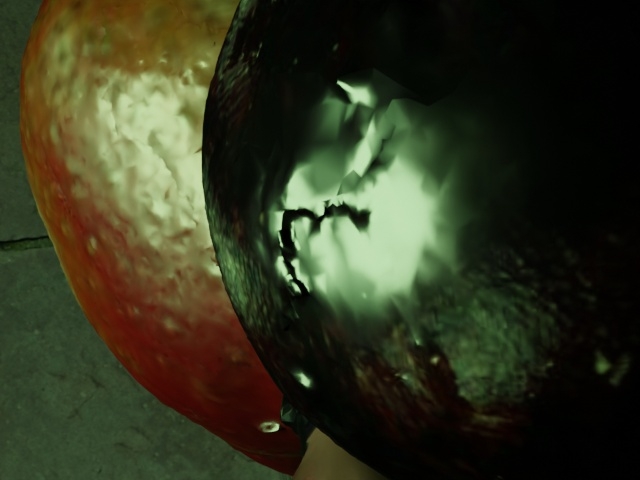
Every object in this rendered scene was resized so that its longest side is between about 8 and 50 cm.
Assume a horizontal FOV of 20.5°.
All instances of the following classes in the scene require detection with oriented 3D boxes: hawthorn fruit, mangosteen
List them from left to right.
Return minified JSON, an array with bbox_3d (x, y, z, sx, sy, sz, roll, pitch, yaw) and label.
[{"bbox_3d":[0.000,0.000,0.890,0.285,0.285,0.369,109,151,-74],"label":"hawthorn fruit"},{"bbox_3d":[0.090,-0.015,0.512,0.211,0.250,0.211,-25,54,40],"label":"mangosteen"}]

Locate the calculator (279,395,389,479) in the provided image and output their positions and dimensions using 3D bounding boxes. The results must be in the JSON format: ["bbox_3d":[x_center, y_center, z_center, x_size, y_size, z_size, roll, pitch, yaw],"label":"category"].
[{"bbox_3d":[0.089,0.117,0.597,0.329,0.220,0.048,-109,41,-68],"label":"calculator"}]
